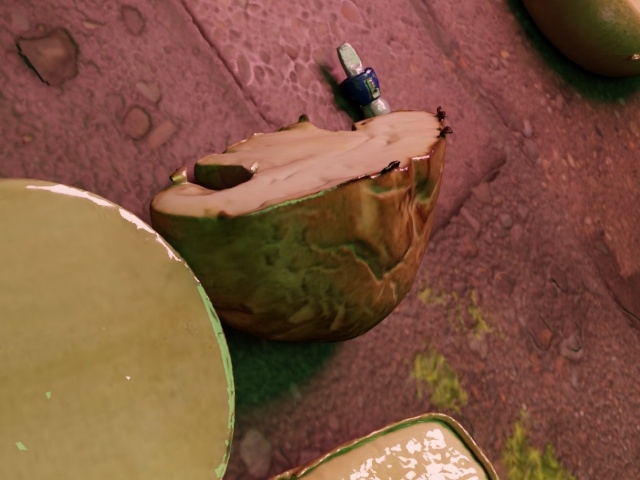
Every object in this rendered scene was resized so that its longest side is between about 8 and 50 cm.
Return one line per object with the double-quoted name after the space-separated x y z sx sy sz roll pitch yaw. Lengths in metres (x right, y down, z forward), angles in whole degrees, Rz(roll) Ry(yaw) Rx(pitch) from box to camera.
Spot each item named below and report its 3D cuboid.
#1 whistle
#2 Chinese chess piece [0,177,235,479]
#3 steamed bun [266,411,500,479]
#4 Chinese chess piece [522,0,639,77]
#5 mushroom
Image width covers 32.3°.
0.035 -0.125 0.919 0.033 0.029 0.083 -36 106 -26 "whistle"
-0.168 0.089 0.619 0.250 0.101 0.250 15 65 -35 "Chinese chess piece"
0.047 0.238 0.722 0.231 0.110 0.212 -16 51 -33 "steamed bun"
0.309 -0.302 1.163 0.273 0.102 0.273 15 66 -35 "Chinese chess piece"
0.000 0.000 0.789 0.286 0.156 0.151 -26 119 -48 "mushroom"
